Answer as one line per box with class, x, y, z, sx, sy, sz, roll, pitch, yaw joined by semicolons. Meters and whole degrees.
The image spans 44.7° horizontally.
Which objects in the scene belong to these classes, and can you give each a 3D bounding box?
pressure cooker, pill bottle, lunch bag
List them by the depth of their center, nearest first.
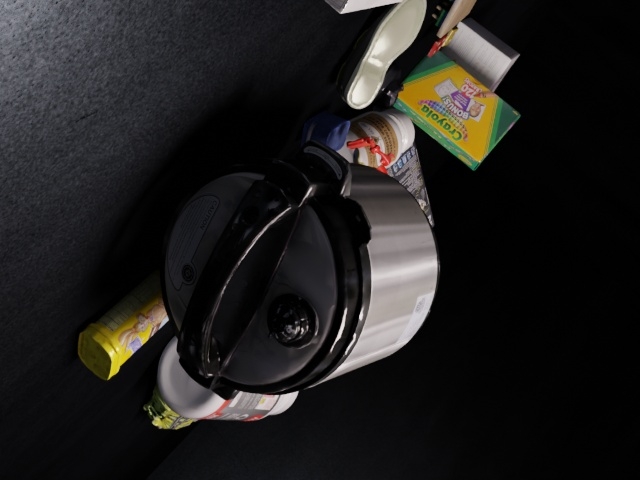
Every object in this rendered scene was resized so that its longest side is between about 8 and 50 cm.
pressure cooker;-0.041;0.046;1.235;0.376;0.369;0.420;-12;178;32
lunch bag;0.007;-0.209;1.506;0.098;0.065;0.067;-38;150;-50
pill bottle;0.102;-0.208;1.686;0.229;0.131;0.131;-31;161;-44
pill bottle;-0.209;0.334;1.905;0.210;0.210;0.363;-51;150;8

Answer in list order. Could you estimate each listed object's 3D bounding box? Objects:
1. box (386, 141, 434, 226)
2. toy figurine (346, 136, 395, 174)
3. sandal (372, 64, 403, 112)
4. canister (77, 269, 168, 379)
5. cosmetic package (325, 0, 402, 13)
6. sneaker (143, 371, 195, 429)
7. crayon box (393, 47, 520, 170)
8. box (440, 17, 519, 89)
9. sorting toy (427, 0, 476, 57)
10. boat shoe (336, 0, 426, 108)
box;0.155;-0.090;2.057;0.097;0.318;0.395;-2;-153;37
toy figurine;0.037;-0.004;1.534;0.217;0.362;0.191;-10;175;27
sandal;0.162;-0.334;1.790;0.097;0.054;0.254;-50;172;2
canister;-0.318;0.139;1.309;0.170;0.073;0.126;-46;171;-35
cosmetic package;0.080;-0.387;1.099;0.099;0.060;0.239;-53;172;31
sneaker;-0.385;0.432;2.047;0.147;0.145;0.384;-29;158;-14
crayon box;0.335;-0.329;1.950;0.165;0.278;0.081;-49;173;-7
box;0.410;-0.481;2.049;0.091;0.170;0.130;-36;164;-54
sorting toy;0.300;-0.524;1.705;0.132;0.046;0.274;-45;170;-33
boat shoe;0.101;-0.347;1.385;0.081;0.068;0.227;21;109;-39
